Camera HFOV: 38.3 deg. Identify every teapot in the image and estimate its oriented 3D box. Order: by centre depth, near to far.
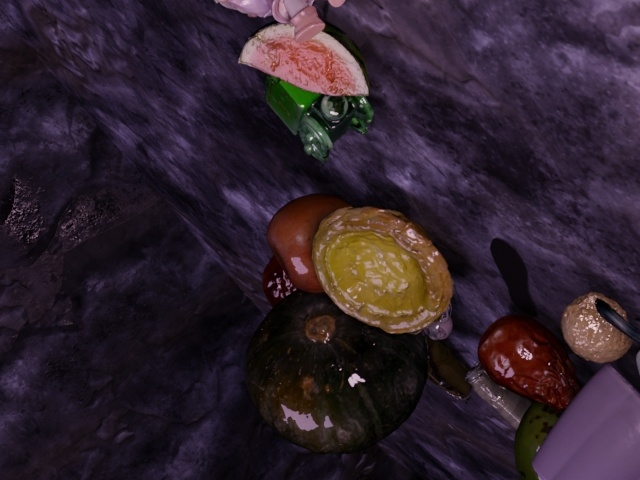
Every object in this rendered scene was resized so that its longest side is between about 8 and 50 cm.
[{"bbox_3d":[0.458,0.385,2.313,0.200,0.077,0.107,42,161,5],"label":"teapot"}]

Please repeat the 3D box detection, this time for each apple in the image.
[{"bbox_3d":[0.000,0.000,2.210,0.253,0.253,0.253,40,164,14],"label":"apple"}]

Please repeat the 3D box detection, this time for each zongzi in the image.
[{"bbox_3d":[0.341,0.327,2.445,0.205,0.094,0.204,37,155,9],"label":"zongzi"}]

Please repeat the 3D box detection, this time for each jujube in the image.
[{"bbox_3d":[0.435,0.258,1.896,0.236,0.168,0.168,42,165,-5],"label":"jujube"},{"bbox_3d":[-0.071,0.113,2.726,0.197,0.197,0.290,36,148,25],"label":"jujube"}]

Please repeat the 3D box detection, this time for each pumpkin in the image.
[{"bbox_3d":[0.036,0.301,2.257,0.454,0.454,0.344,29,148,41],"label":"pumpkin"}]

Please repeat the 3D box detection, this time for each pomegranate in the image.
[{"bbox_3d":[0.546,0.452,1.998,0.270,0.254,0.254,7,142,47],"label":"pomegranate"}]

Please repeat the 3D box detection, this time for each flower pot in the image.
[{"bbox_3d":[0.530,0.390,1.692,0.265,0.243,0.265,46,-174,-6],"label":"flower pot"}]

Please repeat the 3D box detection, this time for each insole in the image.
[{"bbox_3d":[0.382,0.073,1.818,0.086,0.005,0.253,32,160,40],"label":"insole"}]

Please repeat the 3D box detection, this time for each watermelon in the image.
[{"bbox_3d":[-0.022,-0.315,1.562,0.245,0.119,0.063,16,-160,12],"label":"watermelon"}]

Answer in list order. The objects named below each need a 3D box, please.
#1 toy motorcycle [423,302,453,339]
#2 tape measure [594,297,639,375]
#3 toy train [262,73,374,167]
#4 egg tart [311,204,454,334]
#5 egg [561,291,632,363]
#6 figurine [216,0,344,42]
[{"bbox_3d":[0.258,0.144,2.174,0.112,0.112,0.254,26,155,48],"label":"toy motorcycle"},{"bbox_3d":[0.581,0.201,1.452,0.215,0.098,0.351,26,164,51],"label":"tape measure"},{"bbox_3d":[-0.008,-0.249,1.692,0.188,0.132,0.243,50,172,1],"label":"toy train"},{"bbox_3d":[0.146,0.047,1.998,0.345,0.132,0.345,23,137,24],"label":"egg tart"},{"bbox_3d":[0.477,0.150,1.595,0.140,0.118,0.116,41,-150,-27],"label":"egg"},{"bbox_3d":[-0.082,-0.411,1.467,0.276,0.200,0.133,32,119,32],"label":"figurine"}]
